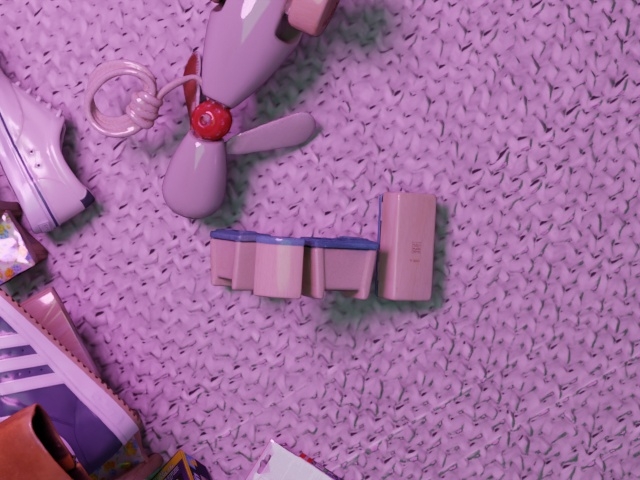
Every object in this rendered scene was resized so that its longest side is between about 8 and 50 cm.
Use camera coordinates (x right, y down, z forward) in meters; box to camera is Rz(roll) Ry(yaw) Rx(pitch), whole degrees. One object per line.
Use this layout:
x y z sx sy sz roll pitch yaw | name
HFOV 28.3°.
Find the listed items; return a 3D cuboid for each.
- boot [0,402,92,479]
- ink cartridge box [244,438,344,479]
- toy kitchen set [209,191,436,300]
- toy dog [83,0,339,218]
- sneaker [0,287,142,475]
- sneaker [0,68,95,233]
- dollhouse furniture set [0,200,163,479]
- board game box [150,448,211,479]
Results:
-0.329 0.308 1.271 0.280 0.096 0.264 -22 108 10 | boot
-0.023 0.284 1.474 0.115 0.029 0.063 33 95 7 | ink cartridge box
0.000 0.000 1.452 0.207 0.166 0.122 3 92 -29 | toy kitchen set
-0.089 -0.201 1.439 0.220 0.161 0.333 45 111 2 | toy dog
-0.338 0.153 1.319 0.282 0.099 0.153 43 74 -4 | sneaker
-0.348 -0.137 1.492 0.091 0.094 0.258 -25 90 -14 | sneaker
-0.448 0.200 1.415 0.394 0.256 0.362 -30 87 7 | dollhouse furniture set
-0.186 0.344 1.441 0.170 0.141 0.048 -47 118 6 | board game box
